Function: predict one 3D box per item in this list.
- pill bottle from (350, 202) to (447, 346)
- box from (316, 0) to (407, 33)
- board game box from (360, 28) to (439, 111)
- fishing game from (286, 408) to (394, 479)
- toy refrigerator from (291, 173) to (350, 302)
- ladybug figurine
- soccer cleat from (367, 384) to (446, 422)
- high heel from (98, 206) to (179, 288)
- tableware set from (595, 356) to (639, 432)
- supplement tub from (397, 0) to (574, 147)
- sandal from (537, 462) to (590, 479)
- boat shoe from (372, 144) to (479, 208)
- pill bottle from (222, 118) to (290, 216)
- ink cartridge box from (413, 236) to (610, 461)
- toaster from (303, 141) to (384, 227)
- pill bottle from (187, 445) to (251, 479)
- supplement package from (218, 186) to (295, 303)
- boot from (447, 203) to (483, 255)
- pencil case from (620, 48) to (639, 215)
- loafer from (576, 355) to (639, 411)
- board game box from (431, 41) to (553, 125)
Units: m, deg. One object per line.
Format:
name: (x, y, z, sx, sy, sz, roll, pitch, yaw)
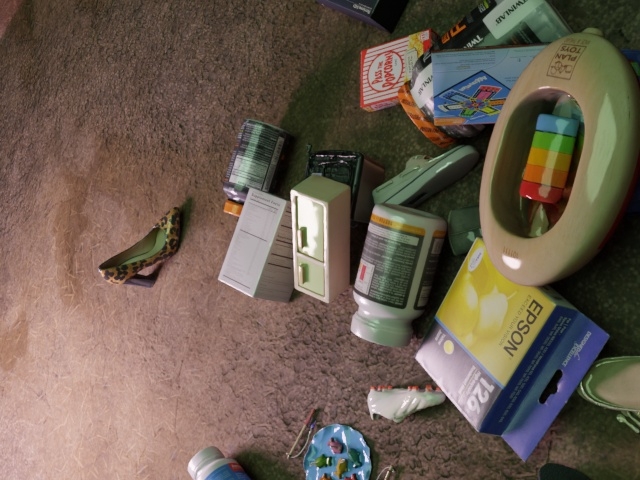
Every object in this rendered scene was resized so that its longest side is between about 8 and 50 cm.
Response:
pill bottle: (0.158, 0.071, 1.607, 0.162, 0.162, 0.278, 21, 102, 39)
box: (0.101, -0.643, 1.869, 0.261, 0.103, 0.184, 35, 104, 38)
board game box: (0.184, -0.393, 1.779, 0.193, 0.045, 0.147, -9, 74, 36)
fishing game: (0.030, 0.503, 1.697, 0.264, 0.041, 0.189, 32, 97, 38)
toy refrigerator: (0.000, 0.000, 1.704, 0.102, 0.094, 0.269, 22, 131, 29)
ladybug figurine: (0.429, -0.136, 1.323, 0.305, 0.162, 0.449, 35, 114, 56)
soccer cleat: (0.182, 0.344, 1.602, 0.196, 0.068, 0.076, -11, 78, 43)
high heel: (-0.501, 0.012, 2.130, 0.093, 0.186, 0.261, 32, 100, 38)
tableware set: (0.535, 0.260, 1.367, 0.154, 0.024, 0.104, 43, 106, 37)
supplement tub: (0.334, -0.353, 1.549, 0.338, 0.207, 0.207, -39, 59, 24)
sandal: (0.477, 0.487, 1.322, 0.254, 0.097, 0.054, 37, 129, 38)
boat shoe: (0.222, -0.142, 1.667, 0.267, 0.096, 0.088, -38, 63, 35)
pill bottle: (-0.172, -0.177, 1.953, 0.130, 0.130, 0.246, 19, 92, 39)
ink cartridge box: (0.340, 0.202, 1.442, 0.307, 0.072, 0.304, 49, 123, 45)
toaster: (0.046, -0.128, 1.784, 0.168, 0.110, 0.186, 6, 84, 38)
pill bottle: (-0.222, 0.598, 1.817, 0.221, 0.124, 0.124, 41, 105, 36)
supplement package: (-0.124, 0.012, 1.869, 0.139, 0.134, 0.244, 23, 94, 39)
boot: (0.359, -0.003, 1.534, 0.208, 0.076, 0.190, -15, 58, 28)
pencil case: (0.564, -0.189, 1.390, 0.119, 0.133, 0.306, -3, 74, -6)
loafer: (0.563, 0.240, 1.286, 0.268, 0.092, 0.102, -2, 72, 31)
board game box: (0.354, -0.295, 1.440, 0.281, 0.027, 0.145, 0, 113, 13)
